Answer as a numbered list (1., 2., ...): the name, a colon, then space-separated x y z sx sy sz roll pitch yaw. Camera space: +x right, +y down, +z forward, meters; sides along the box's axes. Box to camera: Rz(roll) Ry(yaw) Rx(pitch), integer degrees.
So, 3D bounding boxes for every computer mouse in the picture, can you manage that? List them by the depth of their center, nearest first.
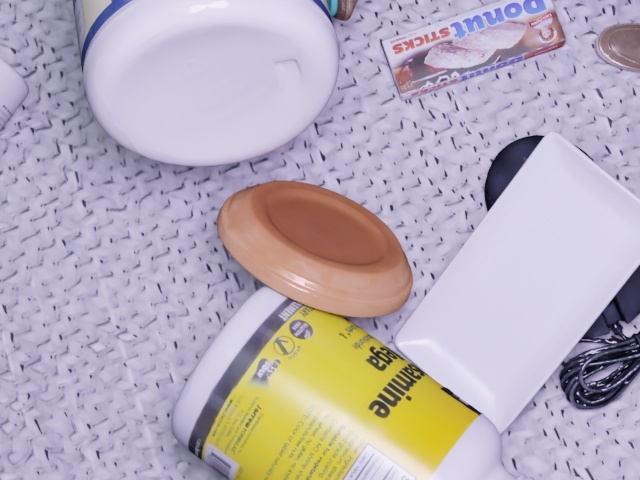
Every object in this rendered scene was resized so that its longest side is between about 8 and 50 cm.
1. computer mouse: 0.261 0.008 1.652 0.188 0.072 0.272 -31 77 -2

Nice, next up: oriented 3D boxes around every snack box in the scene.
1. snack box: 0.157 -0.202 1.734 0.178 0.022 0.064 -19 75 0

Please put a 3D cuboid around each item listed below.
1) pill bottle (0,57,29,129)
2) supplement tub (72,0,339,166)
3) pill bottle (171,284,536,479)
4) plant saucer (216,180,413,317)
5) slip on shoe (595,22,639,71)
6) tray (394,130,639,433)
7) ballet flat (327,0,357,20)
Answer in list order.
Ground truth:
1. pill bottle: -0.410 -0.103 1.700 0.131 0.131 0.229 35 82 11
2. supplement tub: -0.121 -0.259 1.604 0.235 0.235 0.325 -14 55 1
3. pill bottle: 0.044 0.199 1.566 0.334 0.188 0.188 35 82 11
4. plant saucer: 0.000 0.000 1.619 0.200 0.200 0.037 31 117 11
5. slip on shoe: 0.345 -0.191 1.707 0.135 0.041 0.051 17 79 8
6. tray: 0.199 0.042 1.619 0.145 0.030 0.270 41 110 15
7. ballet flat: 0.011 -0.390 1.731 0.124 0.116 0.342 -15 72 -19
